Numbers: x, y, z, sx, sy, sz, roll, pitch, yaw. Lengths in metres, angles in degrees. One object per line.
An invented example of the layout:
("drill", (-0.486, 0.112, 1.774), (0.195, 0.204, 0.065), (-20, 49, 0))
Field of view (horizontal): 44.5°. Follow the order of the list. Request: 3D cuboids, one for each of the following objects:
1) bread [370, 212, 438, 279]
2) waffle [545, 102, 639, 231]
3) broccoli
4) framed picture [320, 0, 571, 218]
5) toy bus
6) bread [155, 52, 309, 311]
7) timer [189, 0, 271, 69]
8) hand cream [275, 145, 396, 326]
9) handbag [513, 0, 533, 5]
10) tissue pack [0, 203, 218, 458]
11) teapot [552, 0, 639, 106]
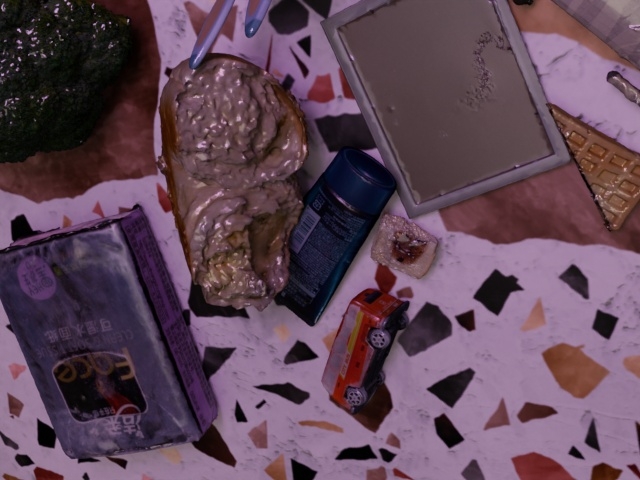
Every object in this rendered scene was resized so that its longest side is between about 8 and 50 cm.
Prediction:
("bread", (0.107, 0.010, 1.010), (0.083, 0.035, 0.070), (25, 128, 8))
("waffle", (0.299, -0.083, 0.892), (0.152, 0.023, 0.097), (28, 117, -4))
("broccoli", (-0.410, -0.246, 0.998), (0.303, 0.321, 0.284), (-31, 66, 19))
("framed picture", (0.147, -0.181, 0.931), (0.216, 0.016, 0.273), (-19, 102, 27))
("toy bus", (0.057, 0.150, 1.068), (0.077, 0.079, 0.174), (29, 119, 19))
("bread", (-0.114, -0.081, 0.986), (0.171, 0.192, 0.314), (-12, 110, -19))
("timer", (-0.076, -0.325, 0.831), (0.175, 0.255, 0.175), (27, 146, 20))
("hand cream", (0.000, 0.000, 1.041), (0.120, 0.061, 0.270), (37, 125, 5))
("handbag", (0.207, -0.305, 0.838), (0.072, 0.047, 0.111), (-16, 107, 10))
("tissue pack", (-0.327, 0.146, 1.192), (0.259, 0.122, 0.361), (-11, 104, 22))
("teapot", (0.326, -0.212, 0.814), (0.200, 0.077, 0.107), (39, 123, 3))
